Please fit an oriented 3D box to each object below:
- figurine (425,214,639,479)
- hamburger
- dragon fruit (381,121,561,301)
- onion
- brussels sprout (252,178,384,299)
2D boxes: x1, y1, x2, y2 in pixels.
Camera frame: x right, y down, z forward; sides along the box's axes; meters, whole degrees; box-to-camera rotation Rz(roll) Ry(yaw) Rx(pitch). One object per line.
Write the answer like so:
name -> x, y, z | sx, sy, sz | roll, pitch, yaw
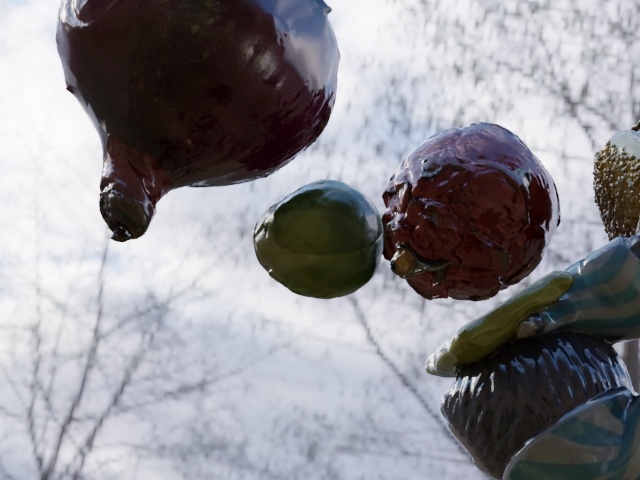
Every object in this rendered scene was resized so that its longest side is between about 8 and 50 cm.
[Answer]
figurine -> 0.364, 0.217, 1.856 | 0.361, 0.377, 0.266 | -33, -8, 4
hamburger -> 0.515, -0.036, 2.135 | 0.170, 0.302, 0.302 | -15, -21, -9
dragon fruit -> 0.232, -0.042, 2.234 | 0.277, 0.342, 0.277 | 19, -56, 30
onion -> -0.162, -0.169, 1.671 | 0.348, 0.385, 0.348 | 19, -24, 9
brussels sprout -> 0.001, 0.000, 1.727 | 0.155, 0.117, 0.155 | 4, -68, 11
